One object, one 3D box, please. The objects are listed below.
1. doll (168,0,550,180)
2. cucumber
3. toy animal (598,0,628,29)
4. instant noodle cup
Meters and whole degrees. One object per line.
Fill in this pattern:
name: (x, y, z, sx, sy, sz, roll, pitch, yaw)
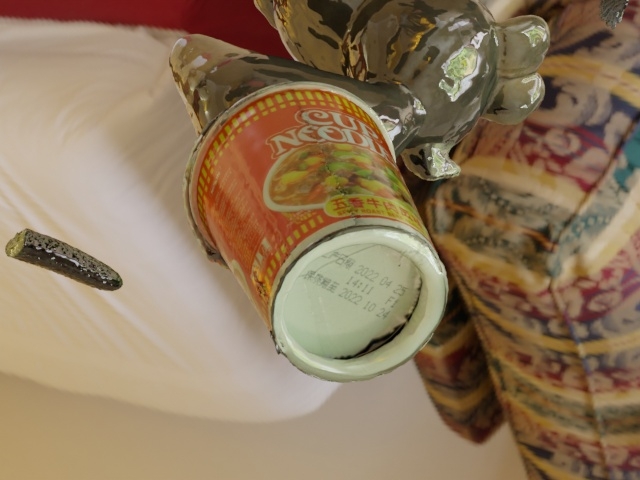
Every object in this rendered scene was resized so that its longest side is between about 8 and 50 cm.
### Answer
doll: (0.008, -0.232, 1.070, 0.382, 0.379, 0.252, 43, 132, 32)
cucumber: (-0.395, 0.035, 1.616, 0.215, 0.052, 0.058, 28, -177, -46)
toy animal: (0.470, -0.439, 1.594, 0.062, 0.220, 0.108, 16, -172, -46)
instant noodle cup: (0.000, 0.000, 0.796, 0.193, 0.193, 0.212, 44, -170, -31)
